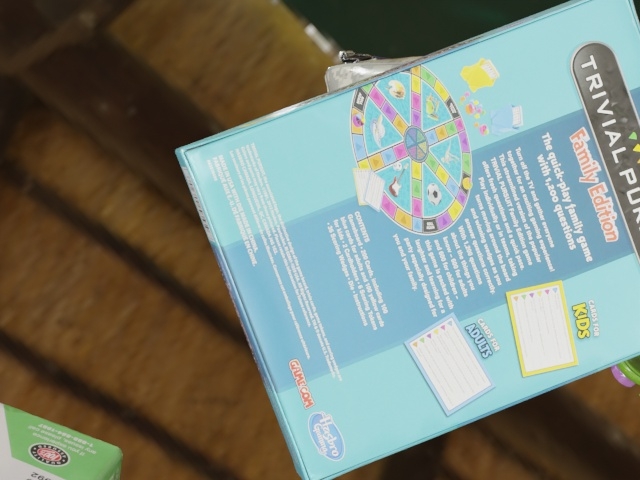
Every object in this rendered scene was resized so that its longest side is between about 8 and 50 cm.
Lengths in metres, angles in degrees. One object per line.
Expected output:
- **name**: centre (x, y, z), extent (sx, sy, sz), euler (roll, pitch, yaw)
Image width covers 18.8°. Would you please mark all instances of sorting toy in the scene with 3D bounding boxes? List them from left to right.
- **sorting toy**: centre (0.278, 0.108, 1.687), extent (0.061, 0.042, 0.102), euler (45, -146, 5)

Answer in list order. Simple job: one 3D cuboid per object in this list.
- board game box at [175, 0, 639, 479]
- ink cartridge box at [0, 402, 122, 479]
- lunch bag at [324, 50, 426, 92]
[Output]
- **board game box**: centre (0.098, -0.006, 1.383), extent (0.079, 0.336, 0.254), euler (-159, 48, -81)
- **ink cartridge box**: centre (-0.301, 0.236, 1.438), extent (0.211, 0.121, 0.289), euler (19, -152, 8)
- **lunch bag**: centre (0.115, -0.040, 1.959), extent (0.212, 0.256, 0.305), euler (17, -102, -70)
